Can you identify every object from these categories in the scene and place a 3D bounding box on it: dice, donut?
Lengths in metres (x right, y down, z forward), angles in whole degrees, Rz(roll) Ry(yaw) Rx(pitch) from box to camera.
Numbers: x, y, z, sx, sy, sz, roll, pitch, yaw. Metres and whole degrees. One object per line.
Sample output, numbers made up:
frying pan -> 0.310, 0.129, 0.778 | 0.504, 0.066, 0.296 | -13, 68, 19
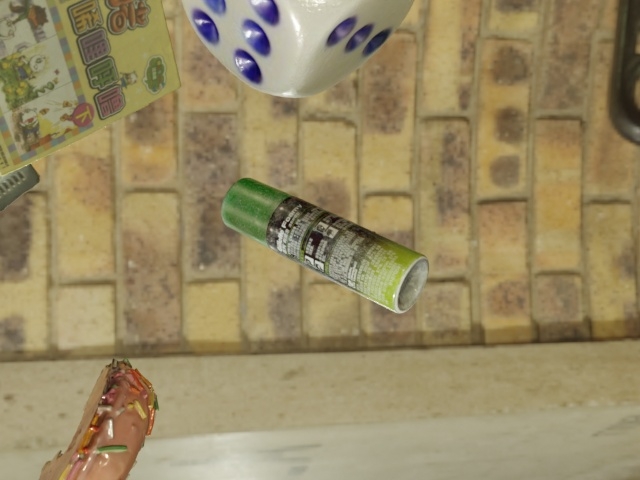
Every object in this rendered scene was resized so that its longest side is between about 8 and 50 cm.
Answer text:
dice -> -0.037, -0.439, 1.597 | 0.304, 0.304, 0.277 | 46, 151, 12
donut -> -0.280, 0.269, 1.166 | 0.233, 0.085, 0.199 | -58, 14, 8

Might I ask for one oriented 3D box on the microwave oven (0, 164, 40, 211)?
microwave oven -> -0.665, -0.221, 1.394 | 0.432, 0.236, 0.374 | 45, 166, 25

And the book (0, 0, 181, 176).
book -> -0.216, -0.161, 0.800 | 0.013, 0.192, 0.168 | 38, 149, 36

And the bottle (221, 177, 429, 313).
bottle -> 0.000, 0.000, 1.404 | 0.330, 0.093, 0.093 | 26, 127, 28
